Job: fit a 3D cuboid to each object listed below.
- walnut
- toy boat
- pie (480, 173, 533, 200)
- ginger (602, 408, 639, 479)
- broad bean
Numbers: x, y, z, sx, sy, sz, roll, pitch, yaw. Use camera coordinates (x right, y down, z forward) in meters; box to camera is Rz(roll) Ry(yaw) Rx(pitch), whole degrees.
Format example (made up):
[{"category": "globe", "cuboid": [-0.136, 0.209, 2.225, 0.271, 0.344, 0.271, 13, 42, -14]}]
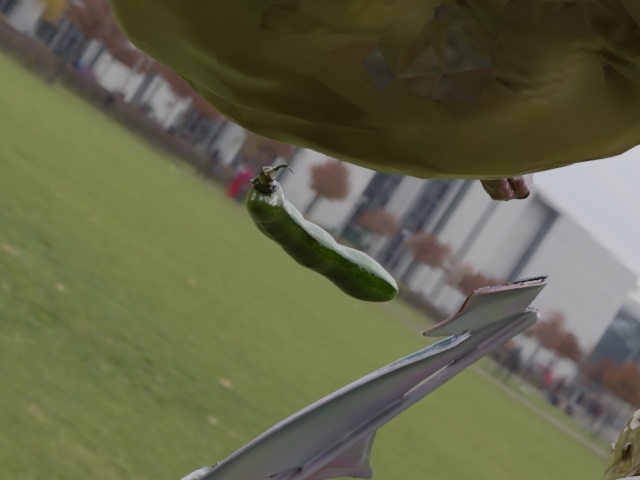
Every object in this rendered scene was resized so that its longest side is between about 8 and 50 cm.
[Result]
[{"category": "walnut", "cuboid": [0.066, -0.208, 0.529, 0.383, 0.384, 0.383, 33, 1, 0]}, {"category": "toy boat", "cuboid": [-0.039, 0.121, 0.703, 0.219, 0.318, 0.072, -14, 69, -38]}, {"category": "pie", "cuboid": [0.123, -0.098, 1.069, 0.038, 0.154, 0.153, -6, -13, 17]}, {"category": "ginger", "cuboid": [0.320, 0.252, 1.290, 0.256, 0.176, 0.375, 36, 30, 27]}, {"category": "broad bean", "cuboid": [-0.005, 0.000, 1.265, 0.069, 0.039, 0.227, -1, -25, 29]}]
